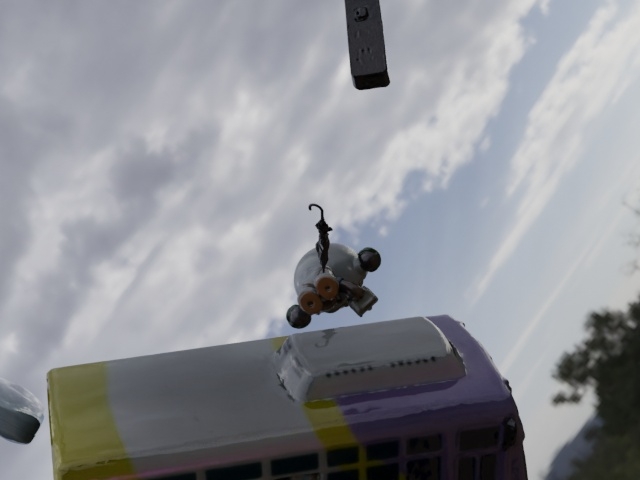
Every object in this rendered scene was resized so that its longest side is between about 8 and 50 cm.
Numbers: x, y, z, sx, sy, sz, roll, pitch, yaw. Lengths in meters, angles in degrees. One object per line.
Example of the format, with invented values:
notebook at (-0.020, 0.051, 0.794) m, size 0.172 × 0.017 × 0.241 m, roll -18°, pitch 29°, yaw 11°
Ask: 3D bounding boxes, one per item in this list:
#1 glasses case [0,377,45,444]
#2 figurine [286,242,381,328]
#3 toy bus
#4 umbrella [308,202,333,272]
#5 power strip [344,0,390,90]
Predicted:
glasses case at (-0.307, 0.166, 1.188) m, size 0.045 × 0.067 × 0.178 m, roll -58°, pitch 9°, yaw -7°
figurine at (0.014, 0.059, 1.514) m, size 0.147 × 0.093 × 0.197 m, roll -39°, pitch 11°, yaw 10°
toy bus at (-0.027, 0.213, 1.136) m, size 0.440 × 0.209 × 0.249 m, roll -7°, pitch -67°, yaw -11°
umbrella at (0.003, 0.001, 1.245) m, size 0.013 × 0.022 × 0.122 m, roll -61°, pitch -22°, yaw -29°
power strip at (0.044, -0.200, 1.171) m, size 0.029 × 0.038 × 0.111 m, roll 70°, pitch -167°, yaw -65°
